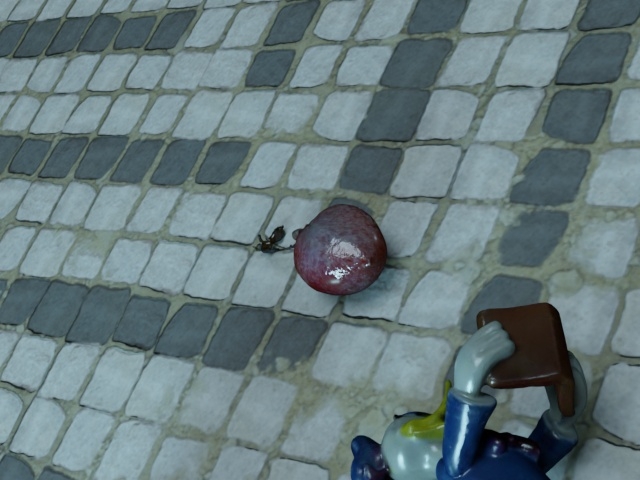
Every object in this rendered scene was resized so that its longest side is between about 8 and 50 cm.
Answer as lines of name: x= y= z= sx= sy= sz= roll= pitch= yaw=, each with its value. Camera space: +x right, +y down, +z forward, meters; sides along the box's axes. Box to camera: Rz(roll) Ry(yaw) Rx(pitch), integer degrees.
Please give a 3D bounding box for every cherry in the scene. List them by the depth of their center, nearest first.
cherry: x=0.000 y=0.000 z=1.361 sx=0.225 sy=0.090 sz=0.107 roll=27 pitch=87 yaw=54

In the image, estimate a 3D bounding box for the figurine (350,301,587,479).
figurine: x=0.136 y=0.193 z=1.041 sx=0.338 sy=0.204 sz=0.283 roll=-1 pitch=82 yaw=50
